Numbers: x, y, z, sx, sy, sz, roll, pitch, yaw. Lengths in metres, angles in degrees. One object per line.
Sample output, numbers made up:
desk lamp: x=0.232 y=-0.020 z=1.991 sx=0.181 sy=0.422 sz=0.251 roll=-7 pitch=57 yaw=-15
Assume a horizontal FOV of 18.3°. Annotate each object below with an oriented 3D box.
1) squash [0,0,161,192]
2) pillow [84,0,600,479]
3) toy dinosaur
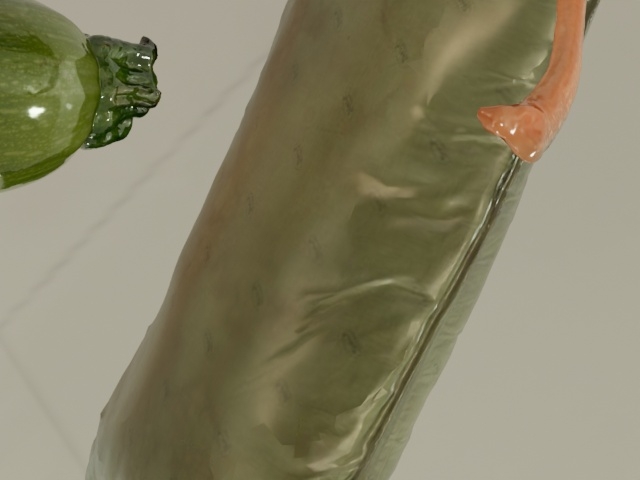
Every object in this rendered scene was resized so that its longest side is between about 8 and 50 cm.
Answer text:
squash: x=-0.163 y=-0.048 z=0.532 sx=0.258 sy=0.069 sz=0.069 roll=9 pitch=142 yaw=-27
pillow: x=0.000 y=0.000 z=0.709 sx=0.075 sy=0.185 sz=0.302 roll=20 pitch=98 yaw=-29
toy dinosaur: x=0.051 y=-0.158 z=0.534 sx=0.101 sy=0.279 sz=0.055 roll=26 pitch=157 yaw=-33
